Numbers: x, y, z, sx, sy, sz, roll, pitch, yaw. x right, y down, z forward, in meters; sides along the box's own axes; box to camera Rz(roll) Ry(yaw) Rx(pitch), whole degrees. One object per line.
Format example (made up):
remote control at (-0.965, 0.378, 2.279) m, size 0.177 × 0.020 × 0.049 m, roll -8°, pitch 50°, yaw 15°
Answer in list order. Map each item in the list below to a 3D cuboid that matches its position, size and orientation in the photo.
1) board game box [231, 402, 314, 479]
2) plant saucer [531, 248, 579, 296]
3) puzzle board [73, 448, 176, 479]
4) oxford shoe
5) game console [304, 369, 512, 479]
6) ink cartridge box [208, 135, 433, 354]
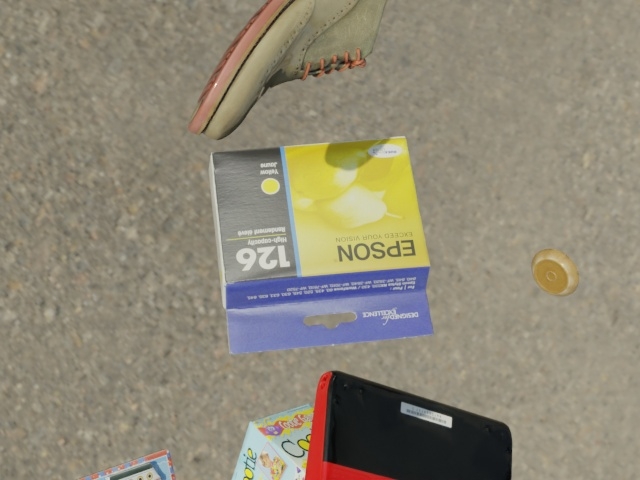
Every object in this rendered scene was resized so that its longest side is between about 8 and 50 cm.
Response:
board game box at (0.002, 0.417, 1.812) m, size 0.142 × 0.275 × 0.144 m, roll -10°, pitch 128°, yaw -45°
plant saucer at (0.365, 0.054, 1.719) m, size 0.015 × 0.083 × 0.083 m, roll -33°, pitch 130°, yaw -43°
puzzle board at (-0.159, 0.225, 0.841) m, size 0.128 × 0.011 × 0.096 m, roll -12°, pitch 91°, yaw -42°
oxford shoe at (-0.005, -0.225, 1.205) m, size 0.130 × 0.123 × 0.348 m, roll 42°, pitch 77°, yaw -10°
game console at (0.140, 0.407, 1.683) m, size 0.386 × 0.060 × 0.342 m, roll 21°, pitch 60°, yaw -29°
ink cartridge box at (0.000, 0.000, 1.603) m, size 0.303 × 0.307 × 0.072 m, roll -5°, pitch 152°, yaw -9°
